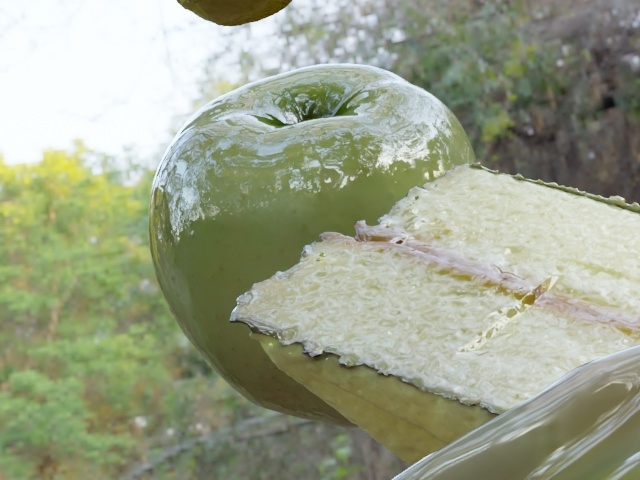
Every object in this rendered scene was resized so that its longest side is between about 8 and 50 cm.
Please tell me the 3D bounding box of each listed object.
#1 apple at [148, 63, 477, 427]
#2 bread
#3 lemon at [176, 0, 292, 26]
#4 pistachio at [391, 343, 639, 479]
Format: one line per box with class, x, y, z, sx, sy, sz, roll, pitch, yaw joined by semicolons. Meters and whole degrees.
apple;0.000;0.000;1.355;0.357;0.357;0.357;-10;-14;-3
bread;0.210;0.050;1.000;0.242;0.405;0.345;-36;13;43
lemon;-0.042;-0.153;0.695;0.082;0.110;0.082;11;-49;13
pistachio;0.126;0.228;0.396;0.365;0.445;0.281;-32;32;-16
